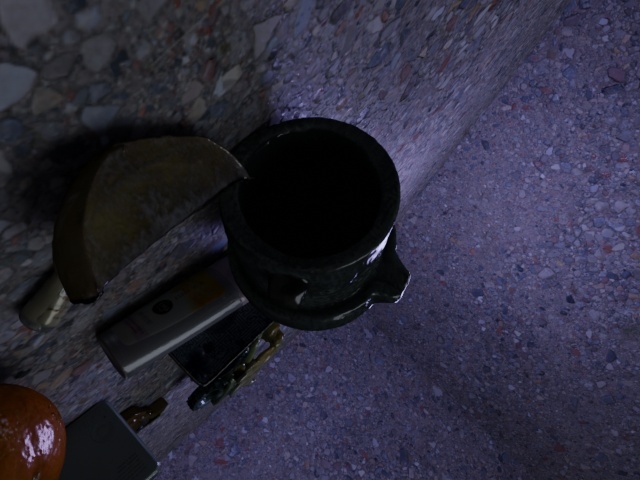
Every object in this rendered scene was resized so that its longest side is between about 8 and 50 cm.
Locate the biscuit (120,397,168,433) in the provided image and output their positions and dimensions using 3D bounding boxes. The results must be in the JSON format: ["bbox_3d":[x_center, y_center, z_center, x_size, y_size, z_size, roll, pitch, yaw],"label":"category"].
[{"bbox_3d":[-0.511,0.497,1.181,0.183,0.047,0.320,-45,170,6],"label":"biscuit"}]

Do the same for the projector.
[{"bbox_3d":[-0.468,0.472,0.863,0.256,0.192,0.099,-38,165,-39],"label":"projector"}]

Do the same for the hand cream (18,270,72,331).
[{"bbox_3d":[-0.274,0.040,0.504,0.143,0.039,0.061,-51,167,-3],"label":"hand cream"}]

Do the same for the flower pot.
[{"bbox_3d":[0.000,0.000,0.696,0.299,0.299,0.283,-43,164,-18],"label":"flower pot"}]

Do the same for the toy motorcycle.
[{"bbox_3d":[-0.249,0.341,1.283,0.237,0.168,0.410,-37,165,-46],"label":"toy motorcycle"}]

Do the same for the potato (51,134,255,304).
[{"bbox_3d":[-0.188,-0.048,0.451,0.120,0.100,0.261,-10,-156,27],"label":"potato"}]

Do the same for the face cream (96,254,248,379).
[{"bbox_3d":[-0.225,0.117,0.755,0.269,0.107,0.073,-32,143,-34],"label":"face cream"}]

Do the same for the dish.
[{"bbox_3d":[-0.204,0.138,0.892,0.243,0.182,0.080,-42,-155,-21],"label":"dish"}]

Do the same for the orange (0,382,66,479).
[{"bbox_3d":[-0.390,0.263,0.489,0.224,0.170,0.224,-43,169,-11],"label":"orange"}]
